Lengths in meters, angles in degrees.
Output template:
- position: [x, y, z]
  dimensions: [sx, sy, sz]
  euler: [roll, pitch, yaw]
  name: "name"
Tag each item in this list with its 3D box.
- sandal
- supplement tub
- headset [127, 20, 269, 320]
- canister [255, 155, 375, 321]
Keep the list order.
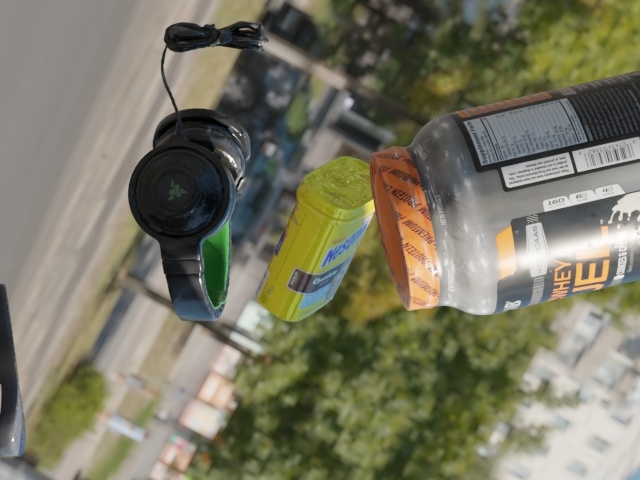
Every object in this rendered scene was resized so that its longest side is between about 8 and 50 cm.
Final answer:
- position: [-0.379, 0.157, 1.932]
  dimensions: [0.254, 0.055, 0.097]
  euler: [-110, -164, -48]
  name: "sandal"
- position: [0.215, -0.042, 1.546]
  dimensions: [0.193, 0.316, 0.193]
  euler: [167, -90, -86]
  name: "supplement tub"
- position: [-0.138, -0.087, 2.120]
  dimensions: [0.243, 0.185, 0.394]
  euler: [-77, 163, -65]
  name: "headset"
- position: [0.000, 0.000, 1.905]
  dimensions: [0.126, 0.073, 0.170]
  euler: [-32, 152, -54]
  name: "canister"
